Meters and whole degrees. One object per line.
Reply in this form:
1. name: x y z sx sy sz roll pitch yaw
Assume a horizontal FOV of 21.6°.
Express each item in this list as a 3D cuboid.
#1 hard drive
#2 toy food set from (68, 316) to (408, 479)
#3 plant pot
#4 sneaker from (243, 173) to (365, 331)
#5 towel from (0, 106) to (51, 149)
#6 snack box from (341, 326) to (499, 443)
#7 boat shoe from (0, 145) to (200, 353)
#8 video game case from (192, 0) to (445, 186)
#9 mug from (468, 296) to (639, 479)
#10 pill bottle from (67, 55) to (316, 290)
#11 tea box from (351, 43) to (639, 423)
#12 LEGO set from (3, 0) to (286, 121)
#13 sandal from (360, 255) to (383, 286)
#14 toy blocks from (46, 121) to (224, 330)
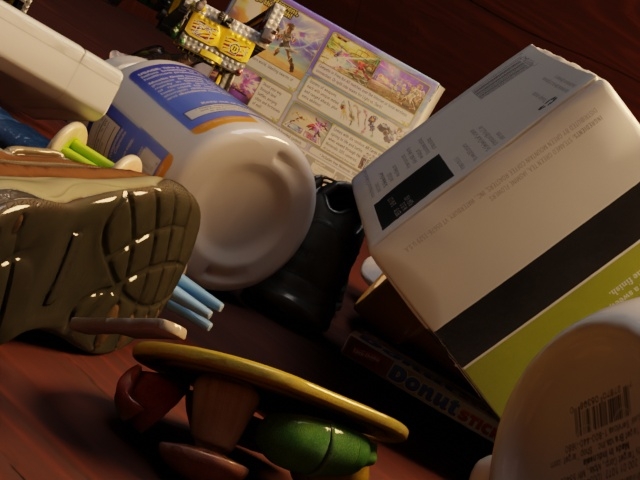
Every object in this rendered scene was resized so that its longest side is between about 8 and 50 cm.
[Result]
1. hard drive: -0.333 -0.193 1.241 0.353 0.047 0.233 29 -6 -21
2. toy food set: -0.050 0.109 0.954 0.218 0.071 0.128 26 -16 -38
3. plant pot: 0.169 0.061 1.657 0.188 0.205 0.205 46 8 0
4. sneaker: 0.000 0.000 1.595 0.109 0.130 0.286 26 7 -7
5. towel: -0.289 -0.099 1.546 0.119 0.029 0.067 33 9 24
6. snack box: 0.102 0.133 1.494 0.178 0.022 0.064 30 8 7
7. boat shoe: -0.179 -0.009 1.014 0.120 0.122 0.324 29 6 19
8. video game case: -0.030 -0.140 1.968 0.269 0.244 0.061 31 7 9
9. mug: 0.252 0.170 1.046 0.328 0.276 0.374 17 -18 -30
10. pill bottle: -0.129 -0.074 1.508 0.152 0.152 0.272 24 9 -36
11. tea box: 0.208 0.037 1.382 0.323 0.220 0.329 53 6 -10
12. LEGO set: -0.194 -0.196 1.703 0.331 0.255 0.192 35 -10 -12
13. sandal: 0.163 0.090 1.803 0.265 0.076 0.102 19 28 6
14. toy blocks: -0.132 -0.004 1.206 0.148 0.123 0.054 31 50 13
